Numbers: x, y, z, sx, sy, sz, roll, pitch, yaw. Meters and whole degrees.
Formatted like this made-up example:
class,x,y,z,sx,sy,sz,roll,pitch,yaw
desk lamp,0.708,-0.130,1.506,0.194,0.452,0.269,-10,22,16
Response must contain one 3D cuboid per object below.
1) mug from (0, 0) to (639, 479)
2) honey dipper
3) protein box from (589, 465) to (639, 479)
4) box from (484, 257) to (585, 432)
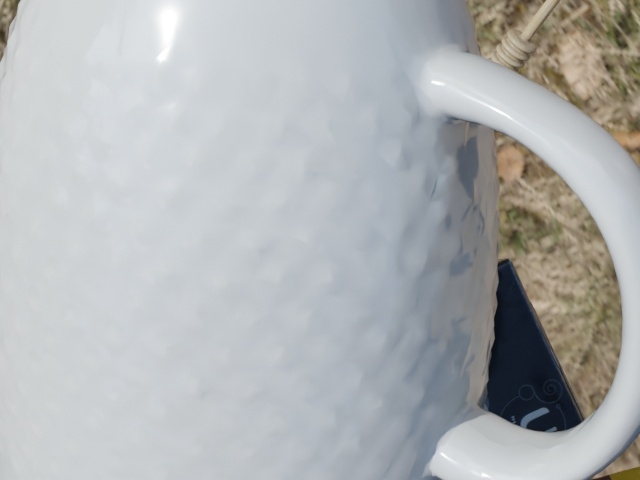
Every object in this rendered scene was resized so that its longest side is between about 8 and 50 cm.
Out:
class,x,y,z,sx,sy,sz,roll,pitch,yaw
mug,0.000,0.000,0.686,0.374,0.276,0.328,19,121,28
honey dipper,0.194,-0.200,1.121,0.030,0.030,0.160,23,125,-19
protein box,0.248,0.245,0.847,0.200,0.136,0.201,-13,134,-7
box,0.037,0.130,0.978,0.270,0.165,0.143,-25,89,1
